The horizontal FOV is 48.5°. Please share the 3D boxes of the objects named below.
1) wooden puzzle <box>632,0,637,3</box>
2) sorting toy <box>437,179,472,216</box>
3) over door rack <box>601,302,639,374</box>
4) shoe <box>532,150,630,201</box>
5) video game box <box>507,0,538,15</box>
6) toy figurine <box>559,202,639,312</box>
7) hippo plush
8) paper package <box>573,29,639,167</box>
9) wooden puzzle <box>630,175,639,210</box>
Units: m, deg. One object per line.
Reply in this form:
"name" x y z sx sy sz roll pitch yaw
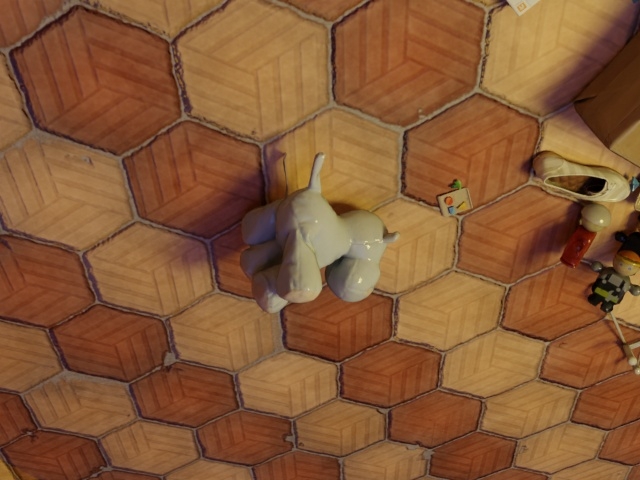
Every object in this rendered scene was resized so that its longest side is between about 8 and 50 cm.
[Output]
"wooden puzzle" 0.509 -0.407 1.120 0.049 0.006 0.083 -33 127 22
"sorting toy" 0.261 -0.082 1.386 0.062 0.012 0.083 -17 132 9
"over door rack" 0.789 0.178 1.616 0.240 0.108 0.324 -26 129 16
"shoe" 0.503 -0.108 1.357 0.219 0.058 0.076 14 129 -18
"video game box" 0.319 -0.459 1.026 0.205 0.048 0.187 -36 128 25
"toy figurine" 0.608 0.034 1.398 0.213 0.209 0.148 9 125 -14
"hippo plush" 0.000 0.000 1.344 0.237 0.234 0.294 9 90 -37
"paper package" 0.657 -0.238 1.183 0.325 0.168 0.309 21 128 -24
"wooden puzzle" 0.653 -0.089 1.393 0.116 0.014 0.078 4 101 -23
